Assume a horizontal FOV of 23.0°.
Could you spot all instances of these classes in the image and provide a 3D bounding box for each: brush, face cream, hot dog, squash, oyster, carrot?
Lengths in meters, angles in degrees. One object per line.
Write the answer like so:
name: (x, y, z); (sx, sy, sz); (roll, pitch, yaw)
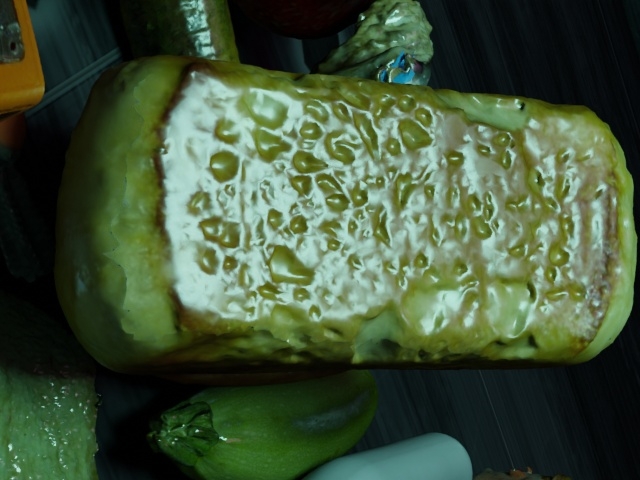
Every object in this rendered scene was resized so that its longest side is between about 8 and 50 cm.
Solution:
brush: (-0.231, -0.122, 0.916); (0.070, 0.051, 0.323); (-50, 121, -68)
face cream: (0.008, 0.225, 1.145); (0.163, 0.080, 0.337); (-61, 158, 12)
hot dog: (0.000, -0.002, 1.030); (0.405, 0.223, 0.185); (4, 80, -31)
squash: (-0.036, 0.139, 1.151); (0.341, 0.095, 0.094); (-5, 83, -68)
oyster: (-0.003, -0.076, 1.230); (0.083, 0.214, 0.223); (40, 36, 8)
carrot: (-0.098, -0.138, 1.159); (0.082, 0.082, 0.173); (-36, 108, -63)

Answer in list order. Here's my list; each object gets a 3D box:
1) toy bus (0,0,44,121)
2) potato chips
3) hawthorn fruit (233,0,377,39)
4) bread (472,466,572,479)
toy bus: (-0.268, -0.084, 0.692); (0.329, 0.153, 0.143); (-24, 102, -65)
potato chips: (-0.170, 0.111, 0.956); (0.209, 0.026, 0.142); (61, 32, -26)
hawthorn fruit: (-0.024, -0.292, 1.258); (0.210, 0.266, 0.230); (-54, 176, -14)
bread: (0.189, 0.318, 1.466); (0.224, 0.142, 0.211); (-46, 137, -60)
